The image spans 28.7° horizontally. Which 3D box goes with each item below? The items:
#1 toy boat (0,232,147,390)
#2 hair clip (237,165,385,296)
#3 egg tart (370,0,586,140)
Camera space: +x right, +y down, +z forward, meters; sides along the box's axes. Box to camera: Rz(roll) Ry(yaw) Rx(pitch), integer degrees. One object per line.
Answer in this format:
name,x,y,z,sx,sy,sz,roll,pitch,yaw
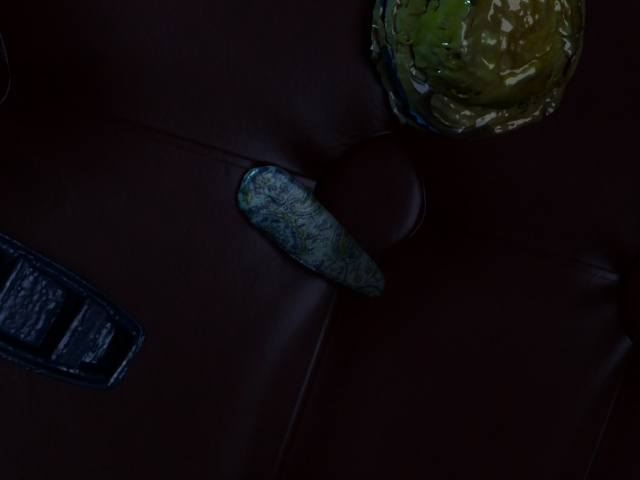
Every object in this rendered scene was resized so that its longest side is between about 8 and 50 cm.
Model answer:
toy boat,-0.286,0.041,1.097,0.299,0.062,0.096,36,84,-37
hair clip,0.001,0.001,1.296,0.066,0.036,0.229,-51,126,-2
egg tart,0.181,-0.230,1.290,0.291,0.107,0.290,-12,114,-27
